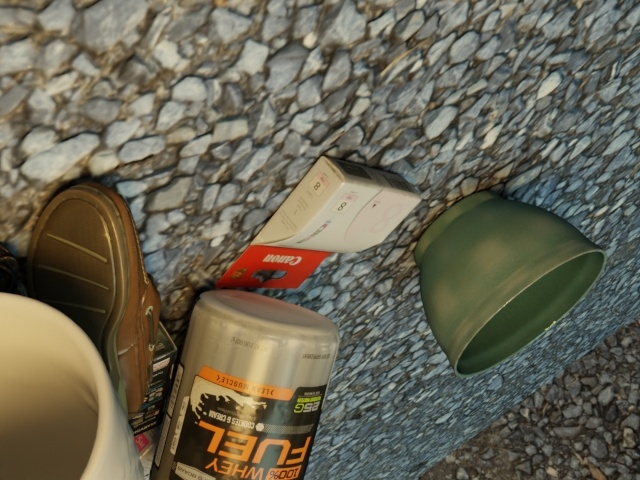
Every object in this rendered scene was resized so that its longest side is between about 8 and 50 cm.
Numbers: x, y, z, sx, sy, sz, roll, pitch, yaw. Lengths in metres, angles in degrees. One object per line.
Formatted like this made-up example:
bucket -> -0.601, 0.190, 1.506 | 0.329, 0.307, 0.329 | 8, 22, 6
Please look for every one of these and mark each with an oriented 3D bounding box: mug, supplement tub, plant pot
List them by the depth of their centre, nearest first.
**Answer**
mug -> -0.344, 0.254, 0.833 | 0.374, 0.276, 0.328 | -3, 140, 0
supplement tub -> -0.102, 0.234, 1.138 | 0.193, 0.193, 0.316 | 6, 100, -55
plant pot -> 0.271, 0.046, 1.423 | 0.293, 0.196, 0.293 | -29, 154, -16

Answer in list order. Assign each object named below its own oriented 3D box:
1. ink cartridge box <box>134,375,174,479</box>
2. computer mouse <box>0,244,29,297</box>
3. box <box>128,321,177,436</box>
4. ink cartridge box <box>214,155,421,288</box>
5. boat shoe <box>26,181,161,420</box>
ink cartridge box -> -0.157, 0.229, 1.311 | 0.311, 0.065, 0.186 | -44, 154, -3
computer mouse -> -0.373, 0.079, 0.857 | 0.193, 0.042, 0.106 | -29, 152, -23
box -> -0.288, 0.203, 1.092 | 0.220, 0.051, 0.175 | -21, 147, -32
ink cartridge box -> 0.000, 0.000, 1.176 | 0.189, 0.066, 0.232 | 6, 127, -55
boat shoe -> -0.225, 0.064, 0.933 | 0.104, 0.110, 0.307 | -48, 154, -53
